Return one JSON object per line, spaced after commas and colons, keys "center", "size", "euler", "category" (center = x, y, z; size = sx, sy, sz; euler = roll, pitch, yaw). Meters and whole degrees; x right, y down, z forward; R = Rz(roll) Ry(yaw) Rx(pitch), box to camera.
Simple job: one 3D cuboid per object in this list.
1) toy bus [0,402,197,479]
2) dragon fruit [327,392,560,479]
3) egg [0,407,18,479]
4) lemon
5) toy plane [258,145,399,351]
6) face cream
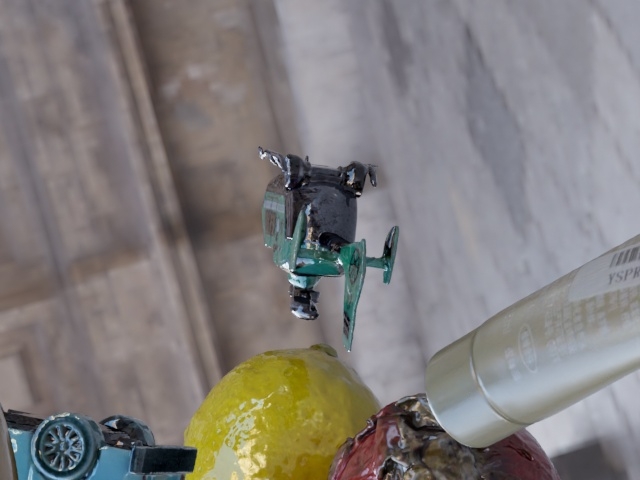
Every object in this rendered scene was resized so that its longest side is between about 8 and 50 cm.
{"center": [-0.246, 0.196, 1.351], "size": [0.133, 0.271, 0.165], "euler": [23, -104, -74], "category": "toy bus"}
{"center": [0.106, 0.204, 1.568], "size": [0.218, 0.224, 0.148], "euler": [32, 146, 29], "category": "dragon fruit"}
{"center": [-0.294, 0.180, 1.038], "size": [0.250, 0.250, 0.322], "euler": [86, -168, -63], "category": "egg"}
{"center": [-0.035, 0.247, 1.909], "size": [0.233, 0.233, 0.288], "euler": [129, 153, -83], "category": "lemon"}
{"center": [0.000, 0.000, 1.742], "size": [0.381, 0.106, 0.155], "euler": [-153, 71, -75], "category": "toy plane"}
{"center": [0.213, 0.048, 1.283], "size": [0.084, 0.341, 0.137], "euler": [39, -137, -18], "category": "face cream"}
